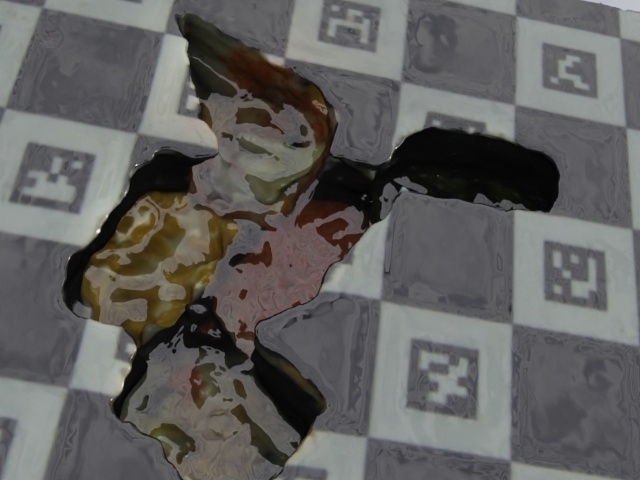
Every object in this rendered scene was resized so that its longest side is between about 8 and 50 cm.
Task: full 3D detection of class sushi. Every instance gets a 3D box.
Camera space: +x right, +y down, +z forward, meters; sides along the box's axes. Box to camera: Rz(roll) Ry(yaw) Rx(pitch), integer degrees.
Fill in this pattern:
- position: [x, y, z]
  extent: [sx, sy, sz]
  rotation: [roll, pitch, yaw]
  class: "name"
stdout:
- position: [0.000, 0.000, 0.416]
  extent: [0.358, 0.064, 0.343]
  rotation: [10, -118, -5]
  class: "sushi"
